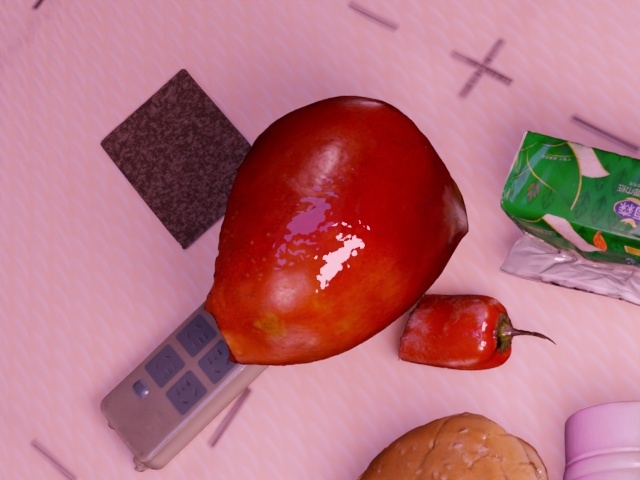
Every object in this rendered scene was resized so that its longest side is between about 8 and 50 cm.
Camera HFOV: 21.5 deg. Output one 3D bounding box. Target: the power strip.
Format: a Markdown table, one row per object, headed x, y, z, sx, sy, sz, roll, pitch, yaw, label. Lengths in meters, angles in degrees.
| x | y | z | sx | sy | sz | roll | pitch | yaw | label |
| --- | --- | --- | --- | --- | --- | --- | --- | --- | --- |
| -0.154 | 0.163 | 2.072 | 0.270 | 0.046 | 0.118 | -44 | 56 | 0 | power strip |

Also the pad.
| x | y | z | sx | sy | sz | roll | pitch | yaw | label |
| --- | --- | --- | --- | --- | --- | --- | --- | --- | --- |
| -0.182 | -0.112 | 2.245 | 0.158 | 0.003 | 0.235 | -42 | 56 | 1 | pad |

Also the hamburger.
| x | y | z | sx | sy | sz | roll | pitch | yaw | label |
| --- | --- | --- | --- | --- | --- | --- | --- | --- | --- |
| 0.136 | 0.328 | 1.762 | 0.259 | 0.145 | 0.283 | -35 | 54 | 32 | hamburger |

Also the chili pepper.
| x | y | z | sx | sy | sz | roll | pitch | yaw | label |
| --- | --- | --- | --- | --- | --- | --- | --- | --- | --- |
| 0.180 | 0.106 | 1.925 | 0.192 | 0.084 | 0.086 | 4 | 98 | 29 | chili pepper |

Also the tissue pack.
| x | y | z | sx | sy | sz | roll | pitch | yaw | label |
| --- | --- | --- | --- | --- | --- | --- | --- | --- | --- |
| 0.315 | -0.009 | 1.877 | 0.209 | 0.148 | 0.156 | 17 | 81 | 30 | tissue pack |

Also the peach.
| x | y | z | sx | sy | sz | roll | pitch | yaw | label |
| --- | --- | --- | --- | --- | --- | --- | --- | --- | --- |
| 0.000 | 0.000 | 1.947 | 0.338 | 0.281 | 0.281 | -40 | 56 | -2 | peach |

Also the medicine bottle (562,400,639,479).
| x | y | z | sx | sy | sz | roll | pitch | yaw | label |
| --- | --- | --- | --- | --- | --- | --- | --- | --- | --- |
| 0.323 | 0.304 | 1.717 | 0.152 | 0.152 | 0.254 | -7 | 63 | 21 | medicine bottle |
